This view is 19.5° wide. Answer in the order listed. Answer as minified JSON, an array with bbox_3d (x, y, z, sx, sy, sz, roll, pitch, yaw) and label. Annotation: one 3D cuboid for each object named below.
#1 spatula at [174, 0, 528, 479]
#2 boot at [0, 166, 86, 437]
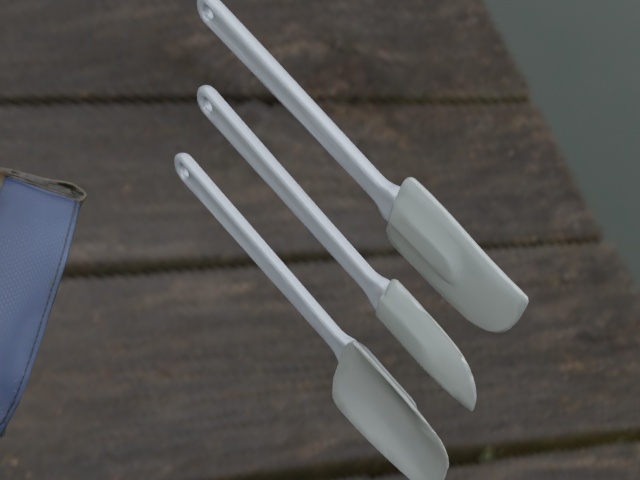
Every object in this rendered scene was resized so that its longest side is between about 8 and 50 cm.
[{"bbox_3d":[0.000,0.000,0.935,0.019,0.168,0.242,-28,62,-30],"label":"spatula"},{"bbox_3d":[-0.127,0.061,0.472,0.106,0.082,0.219,13,68,-14],"label":"boot"}]
